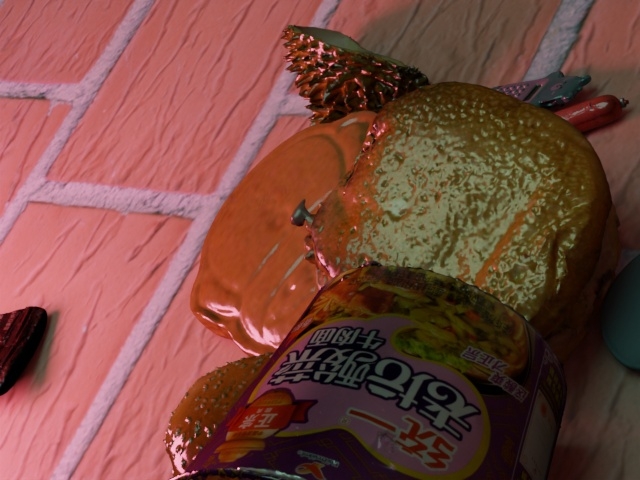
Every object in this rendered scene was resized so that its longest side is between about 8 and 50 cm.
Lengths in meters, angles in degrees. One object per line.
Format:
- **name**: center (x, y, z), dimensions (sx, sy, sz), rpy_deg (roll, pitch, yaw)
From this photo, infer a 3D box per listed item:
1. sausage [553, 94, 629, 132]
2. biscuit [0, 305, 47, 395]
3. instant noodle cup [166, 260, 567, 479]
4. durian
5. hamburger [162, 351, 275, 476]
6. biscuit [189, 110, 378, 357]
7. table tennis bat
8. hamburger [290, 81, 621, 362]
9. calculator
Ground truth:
- **sausage**: center (0.215, -0.111, 1.672), dimensions (0.253, 0.034, 0.034), rpy_deg (-17, 46, 29)
- **biscuit**: center (-0.468, 0.164, 1.991), dimensions (0.235, 0.063, 0.151), rpy_deg (-21, 33, 32)
- **instant noodle cup**: center (0.060, 0.200, 1.330), dimensions (0.340, 0.340, 0.266), rpy_deg (-3, 43, 39)
- **durian**: center (0.034, -0.205, 1.862), dimensions (0.139, 0.144, 0.252), rpy_deg (-33, 29, -22)
- **hamburger**: center (-0.050, 0.202, 1.550), dimensions (0.215, 0.122, 0.189), rpy_deg (4, 58, 40)
- **biscuit**: center (0.000, 0.000, 1.718), dimensions (0.312, 0.057, 0.351), rpy_deg (-55, 41, -2)
- **table tennis bat**: center (0.328, 0.088, 1.399), dimensions (0.149, 0.038, 0.237), rpy_deg (-23, 39, 24)
- **hamburger**: center (0.133, -0.003, 1.505), dimensions (0.314, 0.170, 0.290), rpy_deg (28, 78, 28)
- **calculator**: center (0.228, -0.158, 1.693), dimensions (0.141, 0.019, 0.094), rpy_deg (-5, 30, 42)
